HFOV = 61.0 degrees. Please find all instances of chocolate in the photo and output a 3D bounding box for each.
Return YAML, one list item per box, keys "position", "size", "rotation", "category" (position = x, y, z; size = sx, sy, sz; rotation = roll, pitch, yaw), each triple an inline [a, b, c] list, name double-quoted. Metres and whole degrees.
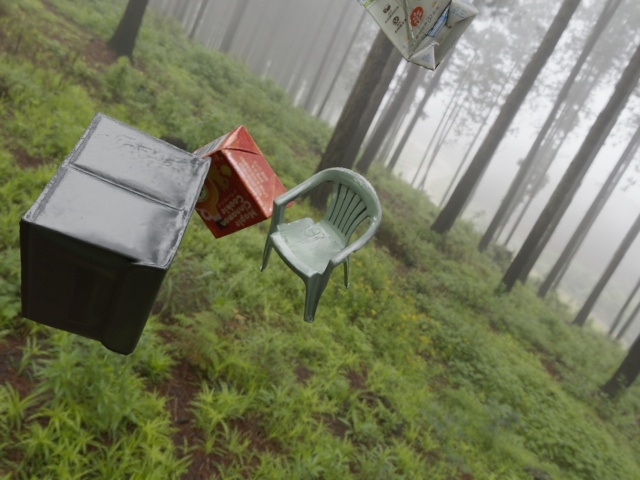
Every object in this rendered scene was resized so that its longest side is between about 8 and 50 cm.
- position: [-0.226, -0.132, 1.357]
  size: [0.234, 0.237, 0.108]
  rotation: [57, 40, -18]
  category: "chocolate"

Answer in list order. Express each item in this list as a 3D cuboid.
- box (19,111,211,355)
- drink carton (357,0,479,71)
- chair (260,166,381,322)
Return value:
- position: [-0.355, 0.002, 0.942]
  size: [0.205, 0.345, 0.251]
  rotation: [23, 50, -13]
  category: "box"
- position: [0.257, -0.641, 1.481]
  size: [0.132, 0.194, 0.324]
  rotation: [4, 47, -42]
  category: "drink carton"
- position: [0.000, 0.000, 1.166]
  size: [0.191, 0.274, 0.203]
  rotation: [-29, 63, -29]
  category: "chair"
